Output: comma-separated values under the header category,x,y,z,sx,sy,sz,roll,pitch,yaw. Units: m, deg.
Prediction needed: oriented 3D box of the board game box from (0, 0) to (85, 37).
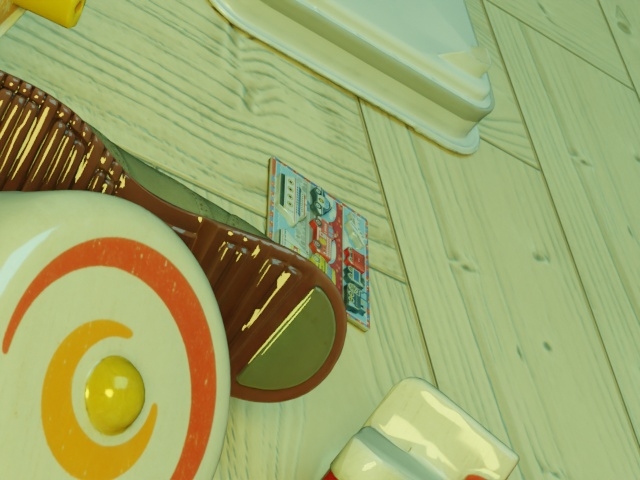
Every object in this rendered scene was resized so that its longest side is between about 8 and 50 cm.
category,x,y,z,sx,sy,sz,roll,pitch,yaw
board game box,-0.193,-0.164,0.868,0.050,0.390,0.390,25,51,12

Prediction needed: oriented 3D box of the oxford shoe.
category,x,y,z,sx,sy,sz,roll,pitch,yaw
oxford shoe,-0.153,-0.011,1.155,0.348,0.123,0.130,33,1,-18

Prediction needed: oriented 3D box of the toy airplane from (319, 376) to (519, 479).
category,x,y,z,sx,sy,sz,roll,pitch,yaw
toy airplane,0.145,0.246,1.101,0.386,0.272,0.384,14,4,-38

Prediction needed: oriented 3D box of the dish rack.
category,x,y,z,sx,sy,sz,roll,pitch,yaw
dish rack,0.025,-0.242,1.688,0.333,0.072,0.285,26,37,-34

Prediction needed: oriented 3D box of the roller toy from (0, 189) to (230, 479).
category,x,y,z,sx,sy,sz,roll,pitch,yaw
roller toy,-0.143,0.073,0.922,0.209,0.146,0.191,-34,115,-45

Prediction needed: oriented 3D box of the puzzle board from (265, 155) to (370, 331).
category,x,y,z,sx,sy,sz,roll,pitch,yaw
puzzle board,0.000,0.000,1.418,0.096,0.011,0.128,34,31,-25
